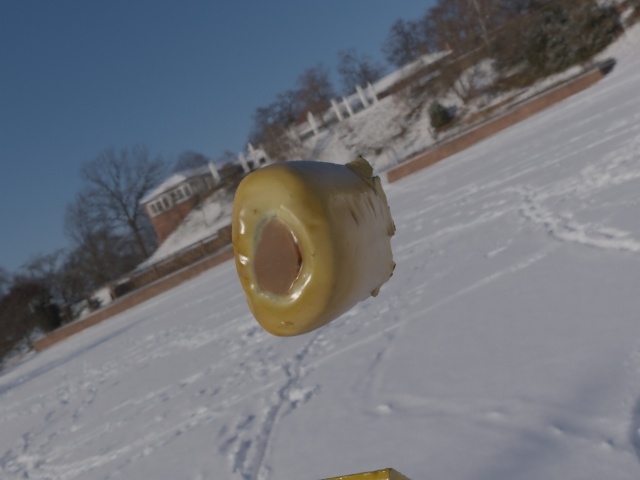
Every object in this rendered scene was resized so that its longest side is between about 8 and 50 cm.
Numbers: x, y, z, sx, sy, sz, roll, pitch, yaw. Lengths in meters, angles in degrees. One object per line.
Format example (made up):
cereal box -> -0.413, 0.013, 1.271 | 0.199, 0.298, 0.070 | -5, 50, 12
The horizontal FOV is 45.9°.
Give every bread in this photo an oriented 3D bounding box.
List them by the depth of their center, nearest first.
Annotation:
bread -> 0.002, 0.000, 0.604 | 0.085, 0.134, 0.173 | -5, 8, 20

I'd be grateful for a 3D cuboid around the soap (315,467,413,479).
soap -> 0.024, 0.454, 1.200 | 0.325, 0.204, 0.096 | -19, 48, 29
